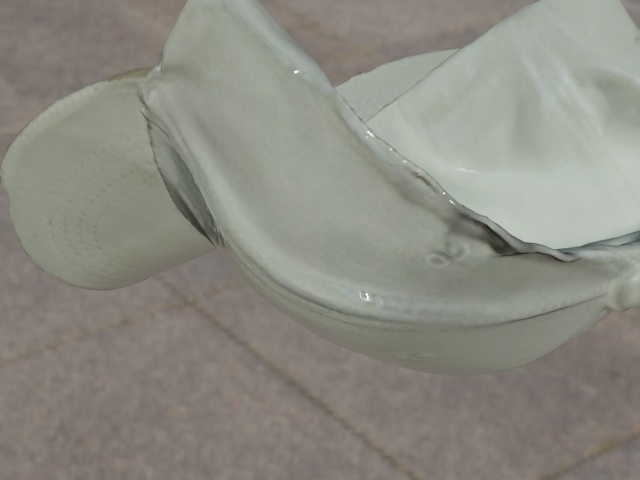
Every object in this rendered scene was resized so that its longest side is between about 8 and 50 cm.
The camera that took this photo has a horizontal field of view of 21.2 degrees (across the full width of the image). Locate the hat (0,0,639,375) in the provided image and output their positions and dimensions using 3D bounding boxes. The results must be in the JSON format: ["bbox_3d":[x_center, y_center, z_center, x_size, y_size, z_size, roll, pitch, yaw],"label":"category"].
[{"bbox_3d":[0.001,-0.007,0.744,0.301,0.168,0.257,-22,-11,42],"label":"hat"}]
